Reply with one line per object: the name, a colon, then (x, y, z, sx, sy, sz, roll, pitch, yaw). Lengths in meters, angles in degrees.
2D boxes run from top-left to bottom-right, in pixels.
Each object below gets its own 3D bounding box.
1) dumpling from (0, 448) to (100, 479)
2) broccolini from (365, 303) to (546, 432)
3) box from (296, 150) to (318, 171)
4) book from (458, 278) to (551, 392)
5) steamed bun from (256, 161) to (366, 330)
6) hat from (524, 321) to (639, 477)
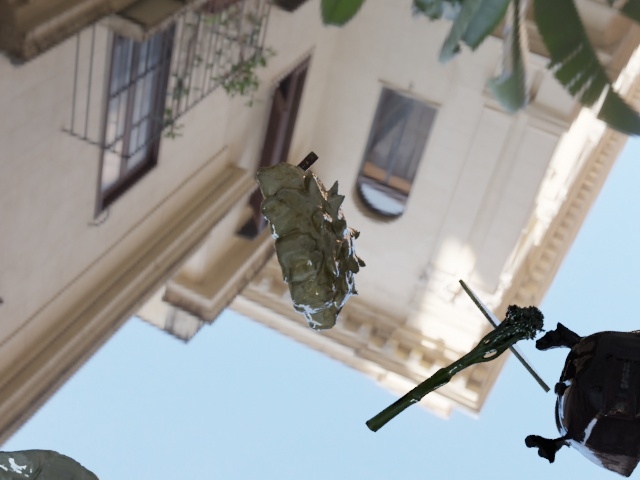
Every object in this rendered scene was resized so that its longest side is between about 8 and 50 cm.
dumpling: (-0.369, 0.313, 1.324, 0.169, 0.134, 0.100, 1, -147, 29)
broccolini: (0.134, 0.134, 1.033, 0.042, 0.218, 0.044, 55, -164, 17)
box: (-0.041, -0.151, 2.167, 0.082, 0.051, 0.023, -45, -86, -6)
book: (0.322, 0.165, 1.811, 0.168, 0.013, 0.192, 47, -173, -31)
steamed bun: (0.000, 0.000, 1.740, 0.137, 0.295, 0.292, -19, 179, 7)
hat: (0.434, 0.233, 1.586, 0.209, 0.336, 0.238, 10, -106, -5)
